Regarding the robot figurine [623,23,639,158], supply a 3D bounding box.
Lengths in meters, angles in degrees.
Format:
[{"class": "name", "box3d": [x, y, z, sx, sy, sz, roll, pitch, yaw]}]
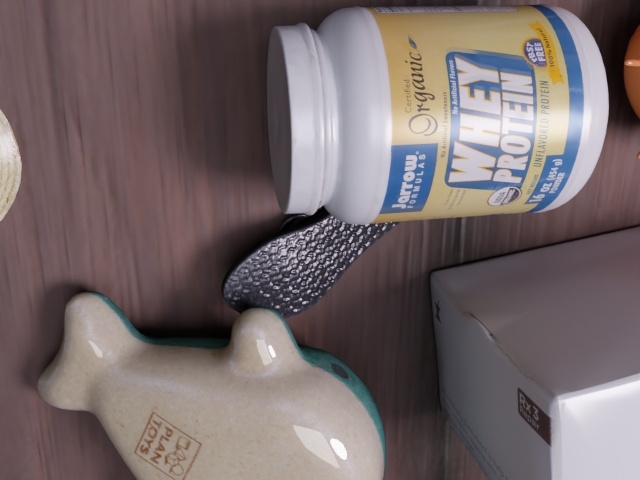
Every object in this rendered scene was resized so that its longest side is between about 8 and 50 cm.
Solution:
[{"class": "robot figurine", "box3d": [0.327, -0.148, 0.502, 0.220, 0.158, 0.128, -28, 79, -1]}]

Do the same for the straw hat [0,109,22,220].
[{"class": "straw hat", "box3d": [-0.281, -0.047, 0.445, 0.145, 0.061, 0.144, -3, 108, -10]}]

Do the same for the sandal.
[{"class": "sandal", "box3d": [0.000, 0.000, 0.536, 0.179, 0.040, 0.067, -36, 118, -14]}]

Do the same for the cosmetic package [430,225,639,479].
[{"class": "cosmetic package", "box3d": [0.304, 0.088, 0.532, 0.385, 0.217, 0.156, -12, 110, -6]}]

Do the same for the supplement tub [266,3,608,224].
[{"class": "supplement tub", "box3d": [0.069, -0.085, 0.459, 0.200, 0.144, 0.144, -5, 109, -10]}]

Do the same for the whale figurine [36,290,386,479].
[{"class": "whale figurine", "box3d": [-0.079, 0.134, 0.528, 0.272, 0.141, 0.216, 27, 109, 6]}]
